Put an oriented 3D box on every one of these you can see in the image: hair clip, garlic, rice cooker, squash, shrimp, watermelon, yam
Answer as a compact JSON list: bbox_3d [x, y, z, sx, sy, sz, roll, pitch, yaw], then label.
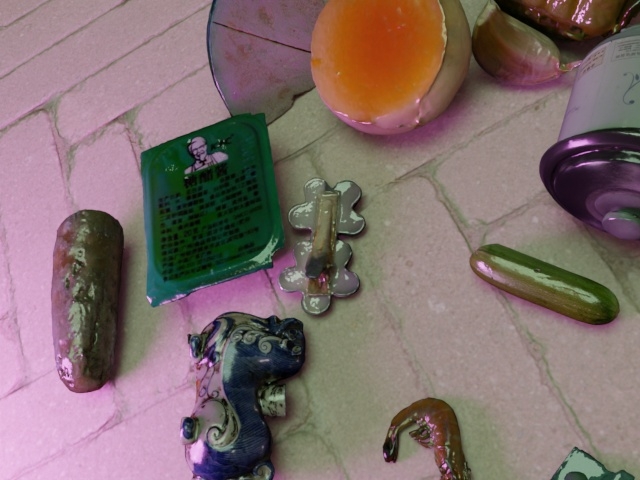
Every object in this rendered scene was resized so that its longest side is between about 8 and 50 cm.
[{"bbox_3d":[0.002,0.003,1.376,0.146,0.075,0.256,-3,56,18],"label":"hair clip"},{"bbox_3d":[0.350,-0.322,1.369,0.198,0.128,0.090,34,71,7],"label":"garlic"},{"bbox_3d":[0.468,-0.137,1.144,0.317,0.264,0.316,-31,38,28],"label":"rice cooker"},{"bbox_3d":[0.332,0.064,1.206,0.239,0.069,0.069,23,74,28],"label":"squash"},{"bbox_3d":[0.152,0.316,1.165,0.124,0.034,0.178,-20,56,15],"label":"shrimp"},{"bbox_3d":[-0.123,-0.428,1.615,0.292,0.319,0.222,-32,21,-4],"label":"watermelon"},{"bbox_3d":[-0.424,0.116,1.459,0.133,0.133,0.330,-14,64,15],"label":"yam"}]

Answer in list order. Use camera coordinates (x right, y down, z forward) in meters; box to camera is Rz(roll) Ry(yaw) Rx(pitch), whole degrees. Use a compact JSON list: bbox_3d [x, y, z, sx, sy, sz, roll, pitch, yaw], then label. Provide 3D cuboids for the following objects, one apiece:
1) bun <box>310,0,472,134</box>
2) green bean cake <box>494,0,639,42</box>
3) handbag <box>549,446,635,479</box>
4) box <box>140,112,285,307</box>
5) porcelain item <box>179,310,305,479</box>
[{"bbox_3d":[0.136,-0.329,1.428,0.299,0.165,0.298,1,91,32],"label":"bun"},{"bbox_3d":[0.423,-0.468,1.378,0.310,0.202,0.285,36,43,16],"label":"green bean cake"},{"bbox_3d":[0.352,0.430,0.982,0.269,0.100,0.274,33,80,33],"label":"handbag"},{"bbox_3d":[-0.185,-0.050,1.455,0.264,0.106,0.336,-17,58,12],"label":"box"},{"bbox_3d":[-0.118,0.249,1.266,0.186,0.138,0.287,-1,57,3],"label":"porcelain item"}]
